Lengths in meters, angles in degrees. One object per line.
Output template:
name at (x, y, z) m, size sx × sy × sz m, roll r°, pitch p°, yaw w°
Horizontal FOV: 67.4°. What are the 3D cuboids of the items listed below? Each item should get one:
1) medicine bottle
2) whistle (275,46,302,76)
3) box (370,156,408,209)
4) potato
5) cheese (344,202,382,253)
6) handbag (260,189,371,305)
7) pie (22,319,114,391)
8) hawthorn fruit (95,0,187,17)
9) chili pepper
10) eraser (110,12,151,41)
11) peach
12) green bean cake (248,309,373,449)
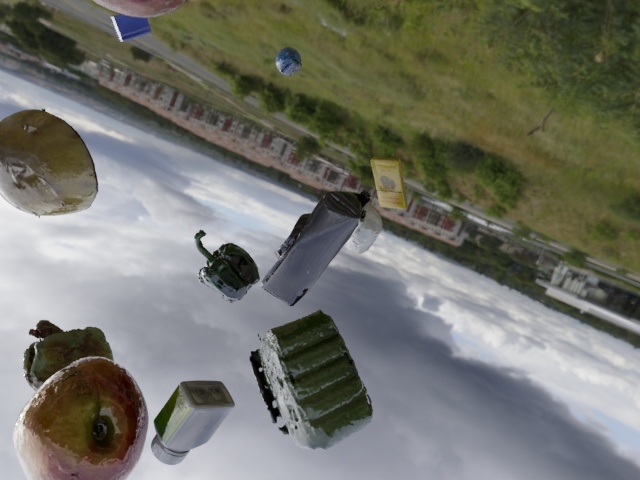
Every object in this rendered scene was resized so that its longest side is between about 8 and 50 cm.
medicine bottle at (-0.305, 0.419, 1.108) m, size 0.132 × 0.188 × 0.088 m, roll 20°, pitch -160°, yaw -51°
whistle at (-0.106, -0.570, 1.522) m, size 0.091 × 0.090 × 0.158 m, roll 23°, pitch -162°, yaw 6°
box at (0.195, -0.162, 1.360) m, size 0.087 × 0.155 × 0.023 m, roll 13°, pitch -138°, yaw 38°
potato at (-0.620, -0.159, 1.025) m, size 0.300 × 0.238 × 0.116 m, roll 10°, pitch -158°, yaw 25°
cheese at (0.135, -0.062, 1.734) m, size 0.198 × 0.155 × 0.189 m, roll 55°, pitch 165°, yaw 5°
handbag at (0.000, 0.000, 1.119) m, size 0.114 × 0.285 × 0.257 m, roll 40°, pitch -161°, yaw 6°
pie at (-0.806, 0.394, 1.546) m, size 0.275 × 0.106 × 0.256 m, roll 20°, pitch -131°, yaw -39°
hawthorn fruit at (-0.397, -0.659, 0.926) m, size 0.403 × 0.402 × 0.403 m, roll 22°, pitch -175°, yaw -2°
chili pepper at (-0.329, 0.082, 1.590) m, size 0.261 × 0.173 × 0.165 m, roll 44°, pitch 150°, yaw -10°
eraser at (-0.484, -0.552, 1.227) m, size 0.085 × 0.063 × 0.027 m, roll -36°, pitch -135°, yaw -29°
peach at (-0.591, 0.471, 1.201) m, size 0.290 × 0.372 × 0.373 m, roll -23°, pitch -144°, yaw -39°
green bean cake at (-0.041, 0.368, 1.271) m, size 0.334 × 0.218 × 0.319 m, roll 62°, pitch 159°, yaw 14°
